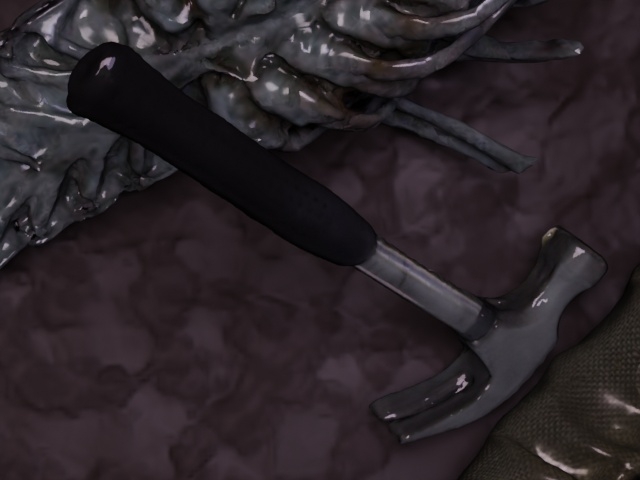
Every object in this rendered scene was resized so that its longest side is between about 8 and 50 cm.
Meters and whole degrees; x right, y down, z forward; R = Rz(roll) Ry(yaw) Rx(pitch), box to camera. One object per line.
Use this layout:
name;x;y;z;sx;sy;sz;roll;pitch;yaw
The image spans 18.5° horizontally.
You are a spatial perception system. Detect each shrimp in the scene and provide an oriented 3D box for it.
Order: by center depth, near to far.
shrimp;-0.023;-0.090;0.737;0.410;0.166;0.221;-28;116;8

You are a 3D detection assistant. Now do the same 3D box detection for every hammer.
hammer;0.000;0.000;0.701;0.246;0.029;0.103;30;100;-40

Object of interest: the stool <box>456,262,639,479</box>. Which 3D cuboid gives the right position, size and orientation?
stool;0.212;0.122;0.655;0.310;0.226;0.310;40;74;7
